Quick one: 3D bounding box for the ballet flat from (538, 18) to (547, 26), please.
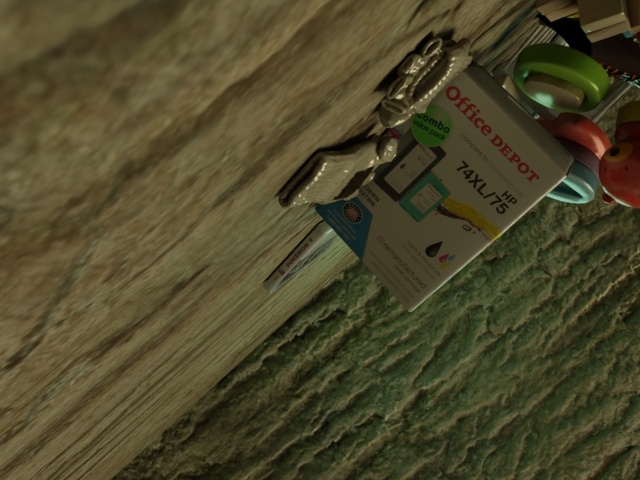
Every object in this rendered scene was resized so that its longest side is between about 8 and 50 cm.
[{"bbox_3d":[0.455,-0.351,0.952,0.250,0.058,0.084,2,-172,23],"label":"ballet flat"}]

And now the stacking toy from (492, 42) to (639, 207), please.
[{"bbox_3d":[0.360,-0.145,0.967,0.130,0.279,0.309,-62,-168,-7],"label":"stacking toy"}]

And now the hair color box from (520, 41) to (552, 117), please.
[{"bbox_3d":[0.412,-0.277,1.468,0.347,0.105,0.174,-42,174,16],"label":"hair color box"}]

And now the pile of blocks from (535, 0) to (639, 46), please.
[{"bbox_3d":[0.417,-0.242,0.715,0.362,0.112,0.149,-2,167,2],"label":"pile of blocks"}]

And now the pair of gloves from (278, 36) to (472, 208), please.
[{"bbox_3d":[0.074,-0.120,0.694,0.240,0.042,0.204,-45,173,18],"label":"pair of gloves"}]

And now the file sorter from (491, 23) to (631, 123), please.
[{"bbox_3d":[0.479,-0.328,1.169,0.278,0.193,0.173,-35,168,-51],"label":"file sorter"}]

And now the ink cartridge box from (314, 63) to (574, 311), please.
[{"bbox_3d":[0.176,-0.080,0.892,0.270,0.198,0.197,-46,172,26],"label":"ink cartridge box"}]

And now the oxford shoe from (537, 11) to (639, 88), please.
[{"bbox_3d":[0.415,-0.249,0.887,0.098,0.271,0.097,-42,171,-5],"label":"oxford shoe"}]

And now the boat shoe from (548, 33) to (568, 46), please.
[{"bbox_3d":[0.600,-0.469,1.449,0.258,0.084,0.095,-38,173,-38],"label":"boat shoe"}]

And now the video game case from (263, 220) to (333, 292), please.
[{"bbox_3d":[0.000,0.000,1.173,0.183,0.023,0.201,-47,174,35],"label":"video game case"}]
